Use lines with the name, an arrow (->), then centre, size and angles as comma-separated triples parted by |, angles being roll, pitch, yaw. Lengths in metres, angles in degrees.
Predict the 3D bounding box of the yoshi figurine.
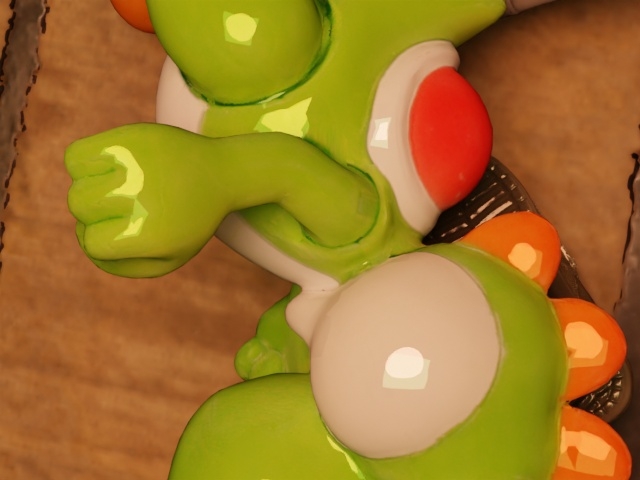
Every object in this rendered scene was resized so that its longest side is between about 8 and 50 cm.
yoshi figurine -> -0.026, 0.011, 0.643 | 0.203, 0.203, 0.362 | -43, 66, 51

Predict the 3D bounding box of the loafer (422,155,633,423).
loafer -> 0.091, 0.025, 0.697 | 0.056, 0.050, 0.148 | -31, 64, 9

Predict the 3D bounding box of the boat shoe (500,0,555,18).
boat shoe -> 0.191, -0.143, 0.662 | 0.335, 0.112, 0.095 | -1, 103, 19
